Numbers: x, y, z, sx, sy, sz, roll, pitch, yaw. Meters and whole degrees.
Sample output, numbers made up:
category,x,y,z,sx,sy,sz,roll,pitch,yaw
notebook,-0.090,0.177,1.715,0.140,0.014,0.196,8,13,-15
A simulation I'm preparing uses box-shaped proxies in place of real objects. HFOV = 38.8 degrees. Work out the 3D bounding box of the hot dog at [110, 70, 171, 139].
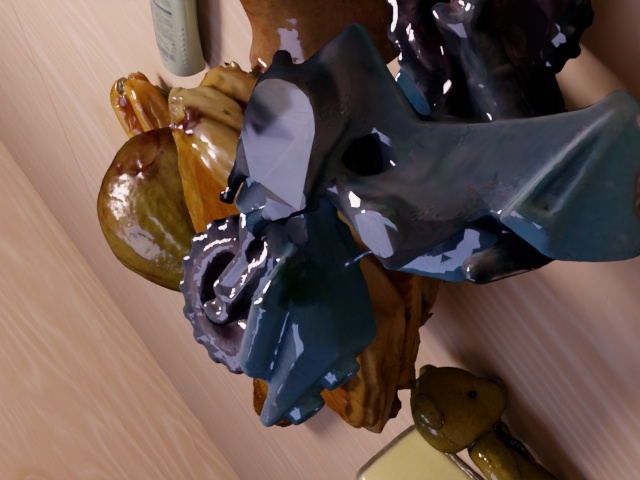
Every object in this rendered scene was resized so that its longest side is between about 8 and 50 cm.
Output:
category,x,y,z,sx,sy,sz,roll,pitch,yaw
hot dog,-0.220,-0.133,1.325,0.100,0.068,0.249,14,138,47

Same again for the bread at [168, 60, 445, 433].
category,x,y,z,sx,sy,sz,roll,pitch,yaw
bread,0.000,0.000,0.891,0.324,0.167,0.277,47,158,28

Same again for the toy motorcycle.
category,x,y,z,sx,sy,sz,roll,pitch,yaw
toy motorcycle,0.051,-0.011,0.603,0.232,0.172,0.416,52,123,17

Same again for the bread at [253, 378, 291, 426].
category,x,y,z,sx,sy,sz,roll,pitch,yaw
bread,-0.074,0.275,1.613,0.124,0.084,0.344,51,160,11

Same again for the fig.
category,x,y,z,sx,sy,sz,roll,pitch,yaw
fig,-0.144,0.014,1.117,0.320,0.217,0.217,59,164,30

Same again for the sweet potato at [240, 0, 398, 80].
category,x,y,z,sx,sy,sz,roll,pitch,yaw
sweet potato,-0.033,-0.265,0.612,0.131,0.131,0.336,32,149,47

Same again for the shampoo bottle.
category,x,y,z,sx,sy,sz,roll,pitch,yaw
shampoo bottle,-0.162,-0.264,1.013,0.072,0.049,0.212,53,161,17

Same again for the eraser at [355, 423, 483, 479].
category,x,y,z,sx,sy,sz,roll,pitch,yaw
eraser,0.142,0.329,1.165,0.172,0.117,0.058,38,158,39

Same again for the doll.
category,x,y,z,sx,sy,sz,roll,pitch,yaw
doll,0.186,0.204,0.944,0.209,0.097,0.137,38,-170,3
